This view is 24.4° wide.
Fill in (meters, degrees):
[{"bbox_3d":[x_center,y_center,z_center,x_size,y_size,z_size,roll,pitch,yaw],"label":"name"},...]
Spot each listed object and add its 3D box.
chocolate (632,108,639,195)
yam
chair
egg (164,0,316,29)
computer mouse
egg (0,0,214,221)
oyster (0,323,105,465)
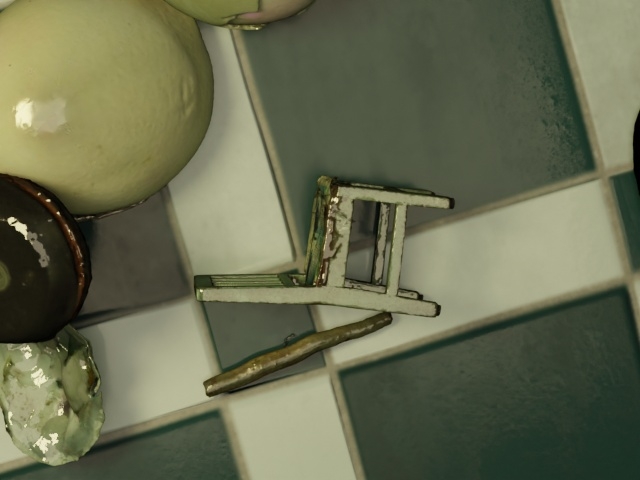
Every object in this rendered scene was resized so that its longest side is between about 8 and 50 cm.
[{"bbox_3d":[0.507,-0.098,1.668,0.283,0.186,0.284,-1,97,-6],"label":"chocolate"},{"bbox_3d":[-0.026,0.128,1.716,0.234,0.029,0.027,-22,125,-5],"label":"yam"},{"bbox_3d":[0.000,0.000,1.648,0.270,0.136,0.147,6,94,-5],"label":"chair"},{"bbox_3d":[-0.092,-0.318,1.583,0.217,0.183,0.183,21,93,-19],"label":"egg"},{"bbox_3d":[-0.376,0.017,1.553,0.323,0.116,0.183,3,106,22],"label":"computer mouse"},{"bbox_3d":[-0.247,-0.148,1.587,0.286,0.174,0.264,-22,102,-7],"label":"egg"},{"bbox_3d":[-0.329,0.121,1.650,0.252,0.087,0.199,39,114,11],"label":"oyster"}]
